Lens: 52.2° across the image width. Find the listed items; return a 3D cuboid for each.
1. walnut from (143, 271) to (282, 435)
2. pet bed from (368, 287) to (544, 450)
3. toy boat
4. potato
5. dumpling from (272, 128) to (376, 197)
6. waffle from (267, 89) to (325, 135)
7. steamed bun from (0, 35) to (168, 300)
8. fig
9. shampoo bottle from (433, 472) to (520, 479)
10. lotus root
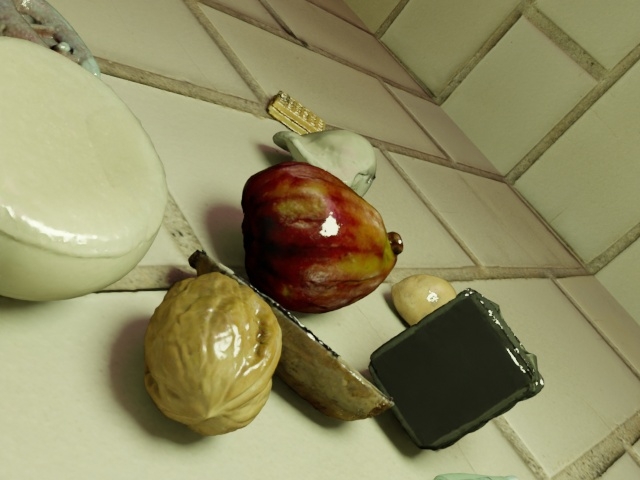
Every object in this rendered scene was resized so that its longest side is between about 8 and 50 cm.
[{"bbox_3d":[-0.119,0.125,0.717,0.155,0.155,0.184,32,29,-21],"label":"walnut"},{"bbox_3d":[0.203,0.190,0.967,0.183,0.211,0.159,56,13,16],"label":"pet bed"},{"bbox_3d":[-0.452,-0.340,1.043,0.227,0.085,0.155,45,27,7],"label":"toy boat"},{"bbox_3d":[0.204,0.121,1.231,0.147,0.112,0.112,40,25,-20],"label":"potato"},{"bbox_3d":[0.001,-0.156,1.355,0.227,0.243,0.175,23,67,1],"label":"dumpling"},{"bbox_3d":[-0.057,-0.298,1.583,0.148,0.042,0.102,35,26,-14],"label":"waffle"},{"bbox_3d":[-0.312,-0.061,0.692,0.283,0.177,0.283,33,39,-32],"label":"steamed bun"},{"bbox_3d":[-0.013,0.001,0.997,0.263,0.224,0.224,38,26,-18],"label":"fig"},{"bbox_3d":[0.238,0.370,0.960,0.191,0.041,0.069,14,32,-45],"label":"shampoo bottle"},{"bbox_3d":[-0.054,0.135,0.866,0.329,0.078,0.167,39,-10,-3],"label":"lotus root"}]
